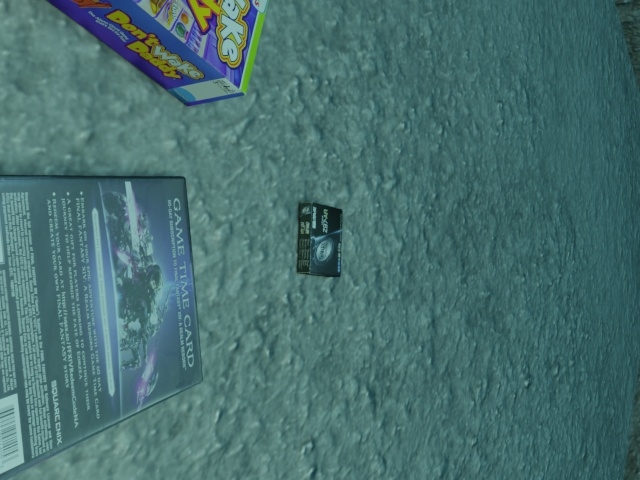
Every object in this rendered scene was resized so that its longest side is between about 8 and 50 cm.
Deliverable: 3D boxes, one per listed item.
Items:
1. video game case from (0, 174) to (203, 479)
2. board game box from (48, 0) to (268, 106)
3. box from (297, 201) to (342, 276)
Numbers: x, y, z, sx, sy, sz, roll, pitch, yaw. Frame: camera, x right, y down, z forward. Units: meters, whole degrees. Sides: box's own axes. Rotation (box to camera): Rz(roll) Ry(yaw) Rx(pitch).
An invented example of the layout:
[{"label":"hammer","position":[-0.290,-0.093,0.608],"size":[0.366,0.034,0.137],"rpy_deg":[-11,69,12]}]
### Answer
[{"label":"video game case","position":[-0.174,0.048,0.612],"size":[0.274,0.026,0.196],"rpy_deg":[-12,98,-70]},{"label":"board game box","position":[-0.130,-0.333,0.709],"size":[0.233,0.078,0.347],"rpy_deg":[34,60,-50]},{"label":"box","position":[0.000,0.000,0.929],"size":[0.067,0.018,0.083],"rpy_deg":[12,79,-55]}]
